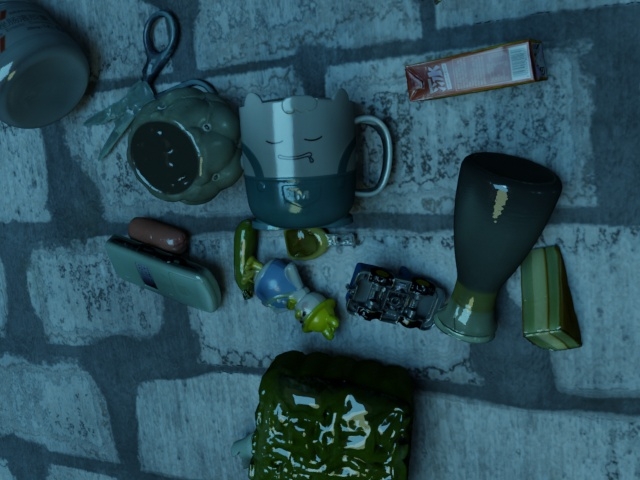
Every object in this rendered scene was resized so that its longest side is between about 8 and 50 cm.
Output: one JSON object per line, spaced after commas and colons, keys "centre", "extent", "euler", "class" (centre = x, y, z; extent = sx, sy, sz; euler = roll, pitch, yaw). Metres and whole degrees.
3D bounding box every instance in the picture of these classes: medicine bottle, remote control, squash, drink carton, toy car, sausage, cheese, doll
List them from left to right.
{"centre": [-0.705, -0.432, 1.741], "extent": [0.306, 0.245, 0.245], "euler": [45, 119, 21], "class": "medicine bottle"}
{"centre": [-0.376, -0.011, 1.762], "extent": [0.154, 0.062, 0.062], "euler": [16, 109, 25], "class": "sausage"}
{"centre": [-0.359, 0.074, 1.751], "extent": [0.296, 0.056, 0.140], "euler": [17, 143, 24], "class": "remote control"}
{"centre": [-0.165, 0.042, 1.666], "extent": [0.052, 0.052, 0.183], "euler": [10, 109, 27], "class": "squash"}
{"centre": [-0.056, 0.117, 1.596], "extent": [0.241, 0.099, 0.135], "euler": [37, 104, 19], "class": "doll"}
{"centre": [0.000, 0.000, 1.572], "extent": [0.162, 0.036, 0.086], "euler": [-1, 102, 30], "class": "cheese"}
{"centre": [0.137, 0.101, 1.477], "extent": [0.191, 0.100, 0.097], "euler": [14, 112, -10], "class": "toy car"}
{"centre": [0.269, -0.292, 1.321], "extent": [0.223, 0.096, 0.071], "euler": [-6, 99, 29], "class": "drink carton"}

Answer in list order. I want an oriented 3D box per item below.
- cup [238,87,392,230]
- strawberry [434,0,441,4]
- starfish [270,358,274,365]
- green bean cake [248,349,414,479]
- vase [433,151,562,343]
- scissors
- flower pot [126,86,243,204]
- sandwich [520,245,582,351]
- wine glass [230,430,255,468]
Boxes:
{"centre": [-0.008, -0.159, 1.453], "extent": [0.290, 0.219, 0.257], "euler": [-3, 102, -3], "class": "cup"}
{"centre": [0.218, -0.549, 1.291], "extent": [0.233, 0.138, 0.306], "euler": [-21, 65, 12], "class": "strawberry"}
{"centre": [-0.066, 0.334, 1.679], "extent": [0.130, 0.041, 0.133], "euler": [7, 94, 32], "class": "starfish"}
{"centre": [0.020, 0.407, 1.511], "extent": [0.319, 0.218, 0.335], "euler": [4, 98, 9], "class": "green bean cake"}
{"centre": [0.298, 0.018, 1.349], "extent": [0.173, 0.173, 0.321], "euler": [22, 118, 23], "class": "vase"}
{"centre": [-0.410, -0.314, 1.729], "extent": [0.383, 0.029, 0.256], "euler": [-33, 87, 29], "class": "scissors"}
{"centre": [-0.270, -0.194, 1.573], "extent": [0.246, 0.195, 0.246], "euler": [9, 113, 21], "class": "flower pot"}
{"centre": [0.416, 0.107, 1.378], "extent": [0.079, 0.113, 0.163], "euler": [-13, 60, 31], "class": "sandwich"}
{"centre": [-0.111, 0.458, 1.715], "extent": [0.195, 0.079, 0.079], "euler": [-28, 87, 30], "class": "wine glass"}
